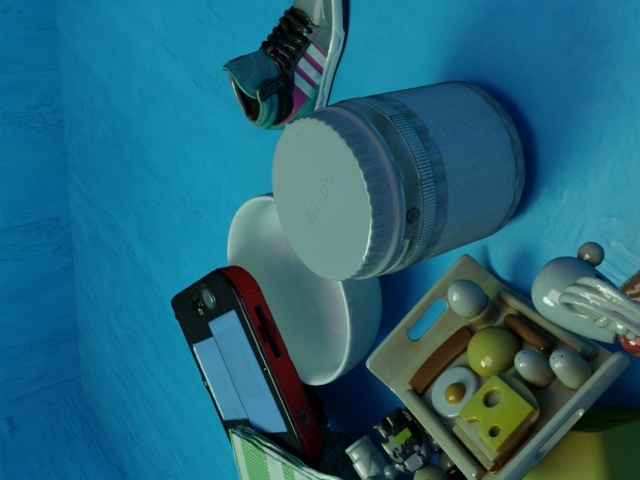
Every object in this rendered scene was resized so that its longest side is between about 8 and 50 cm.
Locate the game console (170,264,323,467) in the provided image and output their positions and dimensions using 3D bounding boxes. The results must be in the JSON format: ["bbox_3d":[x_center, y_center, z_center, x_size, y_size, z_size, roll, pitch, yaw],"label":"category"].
[{"bbox_3d":[-0.155,0.253,1.280,0.342,0.060,0.386,-28,84,53],"label":"game console"}]

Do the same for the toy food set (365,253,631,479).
[{"bbox_3d":[0.195,0.152,0.834,0.092,0.220,0.306,42,-179,-27],"label":"toy food set"}]

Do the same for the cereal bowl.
[{"bbox_3d":[-0.013,0.069,1.172,0.339,0.141,0.339,28,129,43],"label":"cereal bowl"}]

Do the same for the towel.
[{"bbox_3d":[-0.040,0.469,1.161,0.325,0.038,0.248,7,111,50],"label":"towel"}]

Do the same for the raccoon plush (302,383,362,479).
[{"bbox_3d":[0.036,0.416,1.274,0.299,0.216,0.446,-36,74,47],"label":"raccoon plush"}]

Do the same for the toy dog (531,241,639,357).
[{"bbox_3d":[0.383,0.063,0.619,0.334,0.161,0.220,28,174,12],"label":"toy dog"}]

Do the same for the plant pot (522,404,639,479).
[{"bbox_3d":[0.320,0.302,0.803,0.212,0.212,0.187,-13,81,57],"label":"plant pot"}]

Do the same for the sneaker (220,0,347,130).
[{"bbox_3d":[-0.071,-0.304,1.101,0.124,0.178,0.295,44,137,36],"label":"sneaker"}]

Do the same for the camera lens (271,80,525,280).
[{"bbox_3d":[0.105,-0.080,0.861,0.219,0.274,0.219,29,127,46],"label":"camera lens"}]

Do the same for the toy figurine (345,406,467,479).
[{"bbox_3d":[0.164,0.316,1.019,0.148,0.209,0.213,54,143,17],"label":"toy figurine"}]
